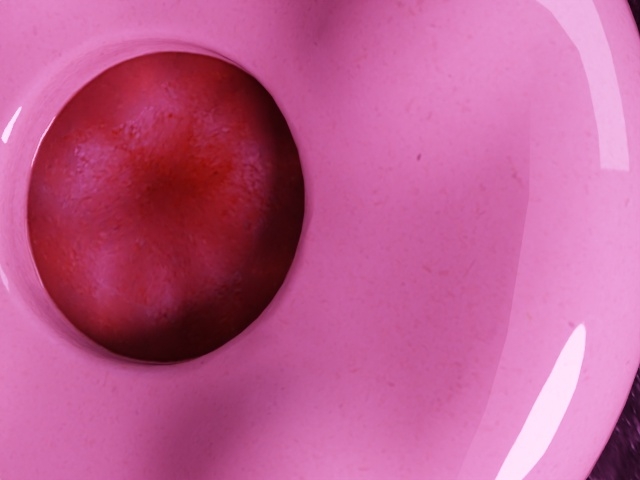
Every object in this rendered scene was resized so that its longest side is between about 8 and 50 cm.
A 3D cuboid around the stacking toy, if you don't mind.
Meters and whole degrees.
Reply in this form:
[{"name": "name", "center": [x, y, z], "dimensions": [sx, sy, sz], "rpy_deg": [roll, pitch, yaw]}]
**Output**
[{"name": "stacking toy", "center": [0.000, 0.000, 0.717], "dimensions": [0.350, 0.350, 0.480], "rpy_deg": [65, 14, 11]}]
